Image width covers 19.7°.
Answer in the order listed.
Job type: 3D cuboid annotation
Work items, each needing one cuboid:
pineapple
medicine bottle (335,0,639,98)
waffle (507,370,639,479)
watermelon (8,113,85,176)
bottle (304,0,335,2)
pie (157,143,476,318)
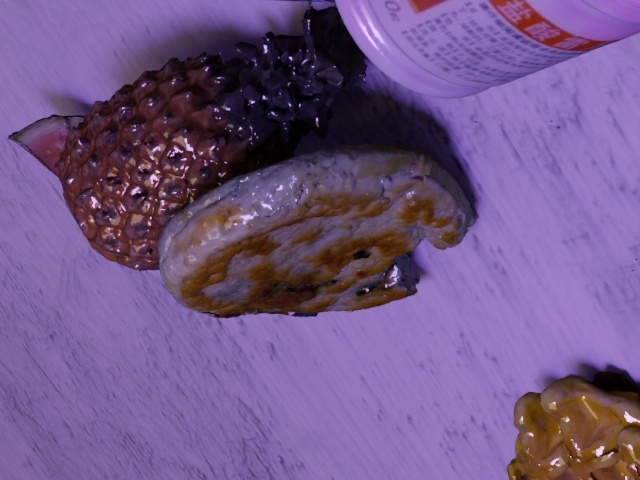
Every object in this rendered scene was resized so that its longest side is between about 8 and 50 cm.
[{"bbox_3d":[-0.090,-0.114,1.759,0.202,0.202,0.362,49,131,-4],"label":"pineapple"},{"bbox_3d":[0.171,-0.234,1.331,0.202,0.202,0.316,55,146,-12],"label":"medicine bottle"},{"bbox_3d":[0.345,0.301,1.800,0.380,0.095,0.382,21,141,27],"label":"waffle"},{"bbox_3d":[-0.219,-0.066,1.984,0.245,0.119,0.063,32,132,19],"label":"watermelon"},{"bbox_3d":[-0.020,-0.254,1.607,0.330,0.093,0.093,8,131,41],"label":"bottle"},{"bbox_3d":[-0.007,0.000,1.729,0.302,0.303,0.066,123,138,-55],"label":"pie"}]
